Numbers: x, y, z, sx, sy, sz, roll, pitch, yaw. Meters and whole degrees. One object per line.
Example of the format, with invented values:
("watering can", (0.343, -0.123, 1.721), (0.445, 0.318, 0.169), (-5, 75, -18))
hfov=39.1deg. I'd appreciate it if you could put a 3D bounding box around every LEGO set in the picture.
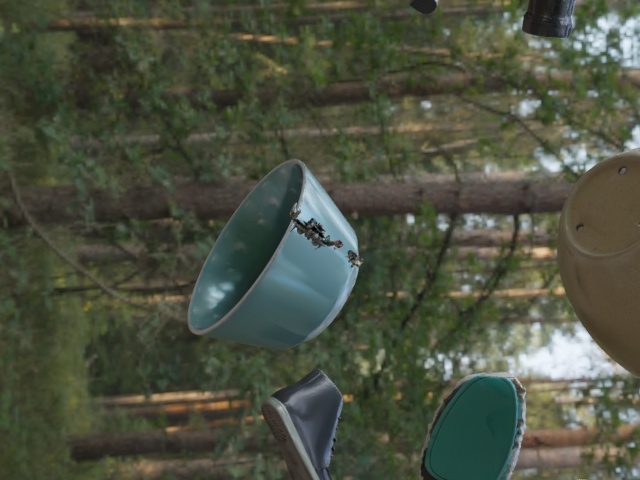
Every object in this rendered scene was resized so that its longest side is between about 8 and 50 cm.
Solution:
("LEGO set", (0.000, 0.000, 0.788), (0.083, 0.023, 0.054), (41, 2, 39))

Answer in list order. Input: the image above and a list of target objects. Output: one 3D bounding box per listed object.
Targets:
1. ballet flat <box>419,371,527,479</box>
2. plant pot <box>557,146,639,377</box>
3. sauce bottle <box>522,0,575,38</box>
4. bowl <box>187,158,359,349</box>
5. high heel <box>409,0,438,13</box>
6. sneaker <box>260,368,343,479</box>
("ballet flat", (0.219, 0.387, 1.415), (0.147, 0.147, 0.409), (-119, -134, -81))
("plant pot", (0.381, 0.003, 1.023), (0.284, 0.191, 0.284), (-31, -135, 36))
("sauce bottle", (0.343, -0.455, 1.237), (0.111, 0.111, 0.344), (-103, -164, -65))
("bowl", (-0.055, 0.046, 1.405), (0.311, 0.163, 0.311), (-47, -159, 25))
("high heel", (0.098, -0.485, 1.380), (0.093, 0.261, 0.186), (-28, -144, 45))
("sneaker", (0.004, 0.319, 1.418), (0.083, 0.118, 0.222), (1, -63, 57))
